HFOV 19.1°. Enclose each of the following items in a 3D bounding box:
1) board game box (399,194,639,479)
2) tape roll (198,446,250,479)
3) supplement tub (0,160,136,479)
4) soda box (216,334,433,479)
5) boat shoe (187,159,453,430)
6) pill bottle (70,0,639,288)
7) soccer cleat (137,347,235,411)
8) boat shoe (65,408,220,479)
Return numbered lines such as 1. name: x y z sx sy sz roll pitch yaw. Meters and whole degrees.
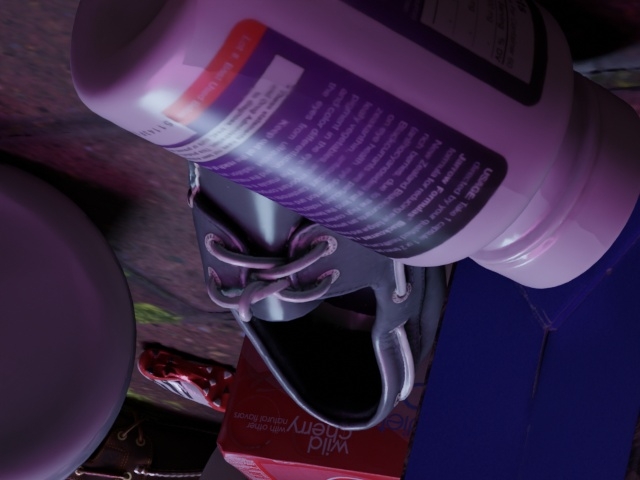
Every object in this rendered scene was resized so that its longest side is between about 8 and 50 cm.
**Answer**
1. board game box: 0.189 0.134 0.885 0.291 0.232 0.141 29 157 -34
2. tape roll: -0.002 0.266 1.376 0.169 0.246 0.246 10 160 14
3. supplement tub: -0.229 0.081 1.109 0.194 0.193 0.316 19 161 -12
4. soda box: 0.076 0.111 1.114 0.263 0.092 0.083 5 159 26
5. boat shoe: 0.000 0.000 0.851 0.116 0.099 0.319 11 160 15
6. pill bottle: 0.019 -0.055 0.670 0.193 0.108 0.108 26 158 -29
7. soccer cleat: -0.086 0.095 1.296 0.083 0.029 0.035 21 169 -8
8. boat shoe: -0.159 0.164 1.458 0.207 0.073 0.073 -3 119 2
